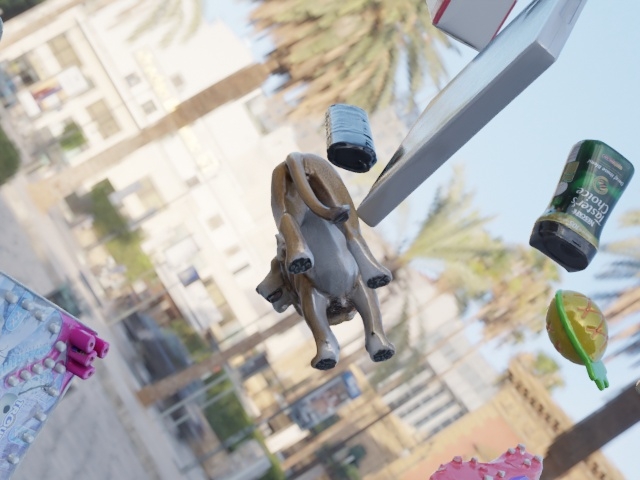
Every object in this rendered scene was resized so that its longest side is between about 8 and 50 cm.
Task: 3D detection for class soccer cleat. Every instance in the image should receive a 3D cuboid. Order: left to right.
[{"bbox_3d":[0.258,0.385,1.757,0.083,0.248,0.095,30,-66,40],"label":"soccer cleat"}]

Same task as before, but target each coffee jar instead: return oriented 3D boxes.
[{"bbox_3d":[0.376,-0.049,1.622,0.096,0.184,0.079,33,-18,-13],"label":"coffee jar"}]

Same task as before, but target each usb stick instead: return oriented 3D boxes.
[{"bbox_3d":[0.044,-0.163,1.747,0.278,0.077,0.045,-92,-168,-70],"label":"usb stick"}]

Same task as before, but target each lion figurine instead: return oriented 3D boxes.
[{"bbox_3d":[0.000,0.000,1.326,0.392,0.142,0.240,92,-16,-54],"label":"lion figurine"}]

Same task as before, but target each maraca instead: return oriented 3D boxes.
[{"bbox_3d":[0.446,0.168,1.915,0.127,0.099,0.186,-2,67,-62],"label":"maraca"}]

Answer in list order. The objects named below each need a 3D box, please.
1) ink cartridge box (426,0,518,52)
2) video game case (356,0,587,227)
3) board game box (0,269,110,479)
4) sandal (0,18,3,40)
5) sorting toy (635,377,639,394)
[{"bbox_3d":[0.315,-0.528,2.221,0.131,0.226,0.306,25,23,-12],"label":"ink cartridge box"},{"bbox_3d":[0.196,-0.187,1.353,0.036,0.300,0.329,42,-49,-6],"label":"video game case"},{"bbox_3d":[-0.502,0.243,1.587,0.050,0.390,0.390,25,-12,29],"label":"board game box"},{"bbox_3d":[-0.603,-0.328,1.815,0.240,0.079,0.088,-62,170,-63],"label":"sandal"},{"bbox_3d":[0.563,0.153,1.345,0.255,0.257,0.089,38,22,8],"label":"sorting toy"}]
